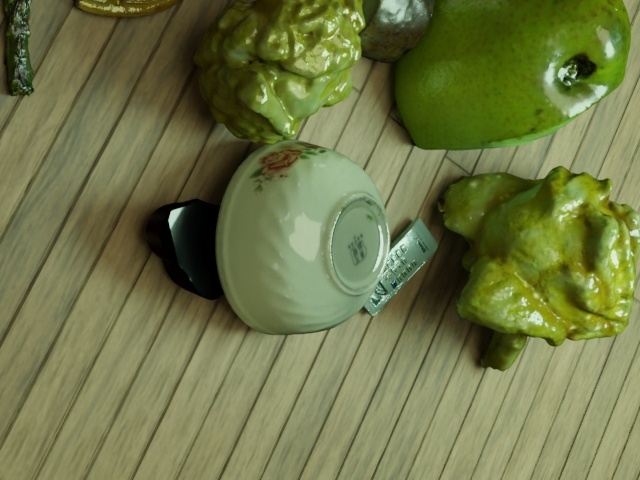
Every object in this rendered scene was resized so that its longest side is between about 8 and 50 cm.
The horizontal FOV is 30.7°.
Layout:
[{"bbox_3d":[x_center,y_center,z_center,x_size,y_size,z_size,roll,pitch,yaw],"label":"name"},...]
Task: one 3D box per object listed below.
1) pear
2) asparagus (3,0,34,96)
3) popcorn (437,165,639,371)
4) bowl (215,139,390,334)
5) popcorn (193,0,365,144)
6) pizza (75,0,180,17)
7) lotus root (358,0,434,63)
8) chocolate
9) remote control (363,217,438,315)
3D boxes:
[{"bbox_3d":[0.303,-0.291,1.708,0.342,0.318,0.238,-39,118,-27],"label":"pear"},{"bbox_3d":[-0.369,-0.259,1.426,0.036,0.030,0.165,0,95,-10],"label":"asparagus"},{"bbox_3d":[0.339,0.048,1.772,0.326,0.290,0.321,-22,103,-50],"label":"popcorn"},{"bbox_3d":[0.000,0.000,1.583,0.277,0.145,0.276,-4,96,-50],"label":"bowl"},{"bbox_3d":[-0.051,-0.239,1.521,0.195,0.255,0.256,39,114,-1],"label":"popcorn"},{"bbox_3d":[-0.243,-0.337,1.501,0.160,0.036,0.099,-14,101,-32],"label":"pizza"},{"bbox_3d":[0.082,-0.378,1.668,0.119,0.138,0.234,-2,89,-43],"label":"lotus root"},{"bbox_3d":[-0.173,-0.005,1.541,0.125,0.080,0.148,-58,132,-29],"label":"chocolate"},{"bbox_3d":[0.112,0.039,1.767,0.162,0.029,0.061,-44,113,-18],"label":"remote control"}]
